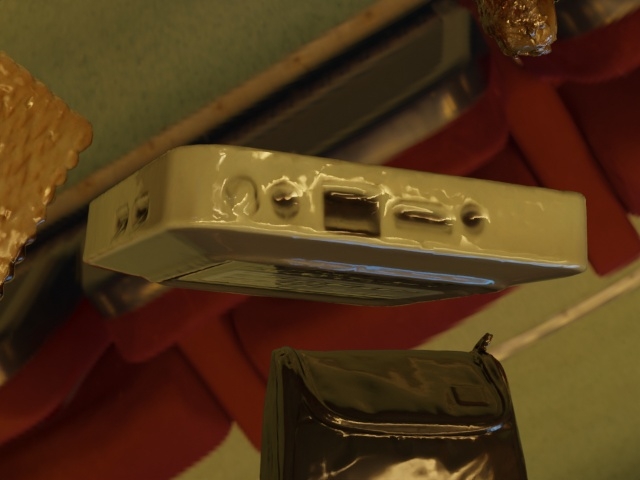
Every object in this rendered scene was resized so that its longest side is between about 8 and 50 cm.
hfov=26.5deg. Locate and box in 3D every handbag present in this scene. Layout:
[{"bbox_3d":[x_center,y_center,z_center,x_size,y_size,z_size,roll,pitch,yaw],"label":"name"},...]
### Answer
[{"bbox_3d":[0.089,0.222,1.532,0.302,0.274,0.178,4,162,-10],"label":"handbag"}]

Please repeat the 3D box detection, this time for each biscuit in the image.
[{"bbox_3d":[-0.335,-0.016,1.137,0.217,0.044,0.324,38,72,-43],"label":"biscuit"}]

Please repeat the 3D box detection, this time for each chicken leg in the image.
[{"bbox_3d":[0.164,-0.252,1.264,0.080,0.196,0.125,-31,136,-1],"label":"chicken leg"}]

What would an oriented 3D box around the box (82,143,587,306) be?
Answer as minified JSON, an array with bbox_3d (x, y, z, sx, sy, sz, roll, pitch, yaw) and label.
[{"bbox_3d":[0.000,0.000,1.208,0.367,0.373,0.090,5,83,-21],"label":"box"}]
